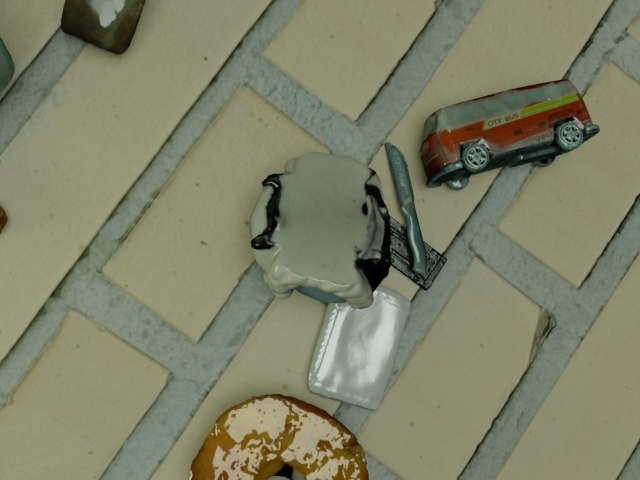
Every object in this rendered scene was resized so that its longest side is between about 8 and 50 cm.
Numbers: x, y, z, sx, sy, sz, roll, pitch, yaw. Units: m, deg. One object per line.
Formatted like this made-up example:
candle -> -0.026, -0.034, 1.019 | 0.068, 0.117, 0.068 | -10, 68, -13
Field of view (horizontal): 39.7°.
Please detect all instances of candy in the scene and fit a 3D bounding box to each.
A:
candy -> -0.282, -0.384, 1.248 | 0.104, 0.102, 0.234 | 21, 82, -10

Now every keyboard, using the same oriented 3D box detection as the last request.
keyboard -> 0.098, -0.006, 1.350 | 0.204, 0.013, 0.061 | 36, 80, -7

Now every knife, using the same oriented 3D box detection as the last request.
knife -> 0.133, -0.051, 1.348 | 0.028, 0.015, 0.210 | -10, 82, -13

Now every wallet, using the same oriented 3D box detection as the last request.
wallet -> 0.056, 0.154, 1.323 | 0.124, 0.032, 0.183 | 18, 82, -10

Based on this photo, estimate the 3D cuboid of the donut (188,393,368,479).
donut -> -0.058, 0.337, 1.246 | 0.253, 0.118, 0.254 | 0, 89, -14

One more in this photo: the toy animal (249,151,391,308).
toy animal -> 0.000, 0.000, 1.252 | 0.204, 0.156, 0.208 | 8, 61, -2

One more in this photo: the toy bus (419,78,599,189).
toy bus -> 0.275, -0.162, 1.348 | 0.265, 0.121, 0.120 | -15, 81, -11

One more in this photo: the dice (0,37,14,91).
dice -> -0.563, -0.263, 1.100 | 0.268, 0.264, 0.262 | -34, 94, -12

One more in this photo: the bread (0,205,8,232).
bread -> -0.494, -0.068, 1.215 | 0.052, 0.044, 0.157 | -43, 97, -17
